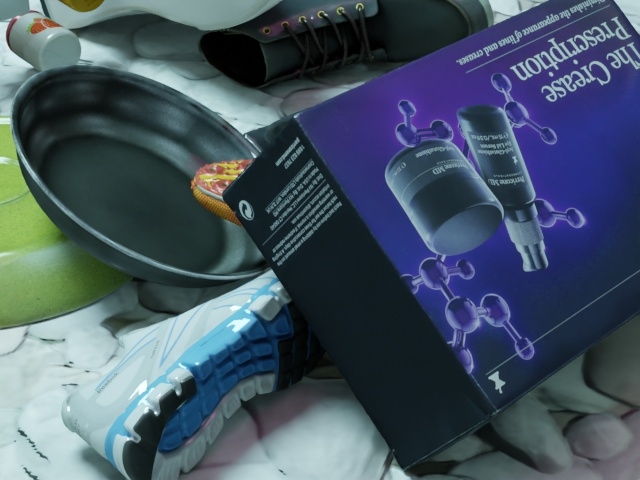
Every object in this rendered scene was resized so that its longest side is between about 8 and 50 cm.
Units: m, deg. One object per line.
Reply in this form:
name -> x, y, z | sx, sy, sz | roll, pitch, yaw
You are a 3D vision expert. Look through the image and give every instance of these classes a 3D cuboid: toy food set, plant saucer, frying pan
toy food set -> -0.284, -0.164, 1.094 | 0.232, 0.111, 0.104 | -27, 43, -32
plant saucer -> -0.221, -0.025, 0.953 | 0.241, 0.037, 0.241 | 1, 33, -1
frying pan -> -0.090, -0.067, 0.966 | 0.197, 0.053, 0.326 | 34, 30, -1

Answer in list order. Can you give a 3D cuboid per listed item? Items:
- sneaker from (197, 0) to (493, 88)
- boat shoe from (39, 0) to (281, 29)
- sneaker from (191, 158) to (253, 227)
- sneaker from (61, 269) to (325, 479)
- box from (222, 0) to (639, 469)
sneaker -> 0.019, -0.159, 1.137 | 0.222, 0.083, 0.118 | 6, 37, 26
boat shoe -> -0.092, -0.247, 1.143 | 0.158, 0.127, 0.340 | -31, 25, -34
sneaker -> 0.000, 0.000, 0.879 | 0.175, 0.067, 0.064 | 21, 35, 5
sneaker -> -0.067, 0.059, 0.801 | 0.083, 0.071, 0.190 | 19, 37, 35
box -> 0.106, -0.018, 0.815 | 0.261, 0.103, 0.184 | -29, 83, -37
